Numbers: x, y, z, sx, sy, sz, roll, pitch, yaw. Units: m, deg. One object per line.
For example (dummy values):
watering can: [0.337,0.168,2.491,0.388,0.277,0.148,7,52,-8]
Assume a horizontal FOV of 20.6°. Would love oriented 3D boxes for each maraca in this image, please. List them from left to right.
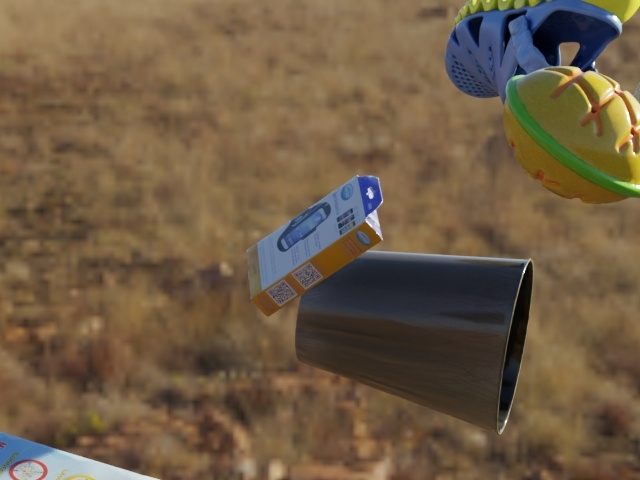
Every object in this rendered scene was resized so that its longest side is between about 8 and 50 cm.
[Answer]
maraca: [0.226,-0.076,1.421,0.185,0.099,0.127,27,32,-18]

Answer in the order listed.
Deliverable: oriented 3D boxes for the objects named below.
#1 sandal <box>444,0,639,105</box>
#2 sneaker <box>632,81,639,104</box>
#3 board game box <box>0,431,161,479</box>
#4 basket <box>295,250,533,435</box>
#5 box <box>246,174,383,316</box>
sandal: [0.224,-0.203,1.951,0.126,0.138,0.317,22,-15,-16]
sneaker: [0.538,-0.239,2.358,0.126,0.321,0.127,48,40,17]
board game box: [-0.343,0.336,1.850,0.301,0.086,0.308,15,32,16]
basket: [0.098,0.090,1.875,0.226,0.204,0.154,12,34,13]
box: [0.000,0.000,1.476,0.136,0.028,0.081,-32,28,14]
